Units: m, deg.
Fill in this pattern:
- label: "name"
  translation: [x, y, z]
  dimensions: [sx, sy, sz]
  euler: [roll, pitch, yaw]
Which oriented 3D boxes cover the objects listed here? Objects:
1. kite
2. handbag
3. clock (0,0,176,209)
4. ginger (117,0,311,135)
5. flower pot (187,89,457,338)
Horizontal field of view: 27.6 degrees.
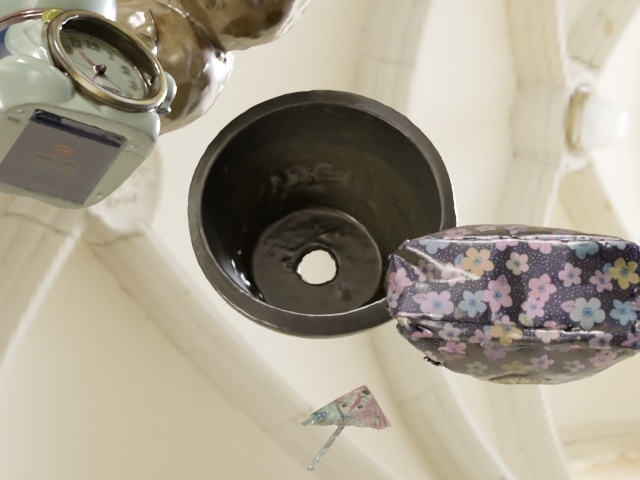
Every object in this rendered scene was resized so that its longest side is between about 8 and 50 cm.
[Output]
- label: "kite"
  translation: [0.029, 0.234, 1.640]
  dimensions: [0.005, 0.137, 0.152]
  euler: [62, -140, -30]
- label: "handbag"
  translation: [0.160, 0.056, 1.070]
  dimensions: [0.208, 0.228, 0.127]
  euler: [50, -140, -75]
- label: "clock"
  translation: [-0.223, -0.150, 0.990]
  dimensions: [0.199, 0.243, 0.146]
  euler: [10, -48, -35]
- label: "ginger"
  translation: [-0.115, -0.241, 1.311]
  dimensions: [0.304, 0.155, 0.244]
  euler: [-47, -7, 19]
- label: "flower pot"
  translation: [0.000, 0.000, 1.332]
  dimensions: [0.166, 0.269, 0.269]
  euler: [93, -157, -63]
